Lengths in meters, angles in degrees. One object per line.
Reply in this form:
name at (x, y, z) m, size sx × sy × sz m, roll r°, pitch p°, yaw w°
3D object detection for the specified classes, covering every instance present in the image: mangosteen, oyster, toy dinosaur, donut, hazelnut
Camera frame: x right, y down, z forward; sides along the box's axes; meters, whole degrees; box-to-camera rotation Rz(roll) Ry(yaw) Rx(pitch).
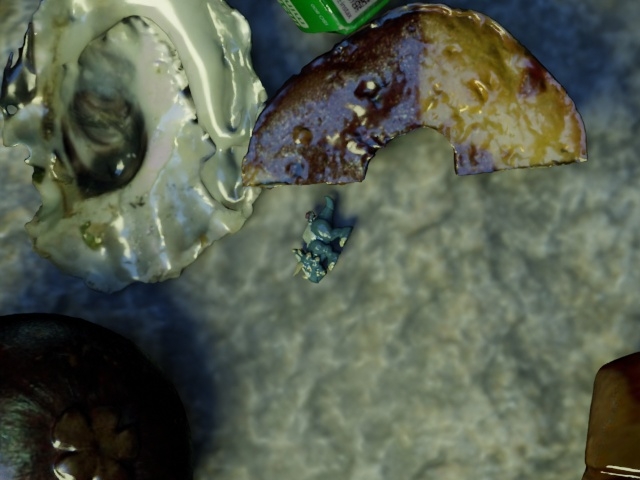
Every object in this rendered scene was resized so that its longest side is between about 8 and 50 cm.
mangosteen at (-0.254, 0.203, 0.827) m, size 0.288 × 0.288 × 0.288 m, roll 0°, pitch 91°, yaw 6°
oyster at (-0.171, -0.121, 0.863) m, size 0.238 × 0.115 × 0.351 m, roll -11°, pitch 106°, yaw -11°
toy dinosaur at (0.000, 0.000, 0.901) m, size 0.047 × 0.030 × 0.083 m, roll 25°, pitch 93°, yaw 3°
donut at (0.074, -0.124, 0.850) m, size 0.295 × 0.112 × 0.151 m, roll -5°, pitch 87°, yaw 2°
hazelnut at (0.323, 0.196, 0.801) m, size 0.181 × 0.181 × 0.212 m, roll 0°, pitch 81°, yaw 25°

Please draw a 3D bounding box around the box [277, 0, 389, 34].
box at (0.040, -0.310, 0.802) m, size 0.250 × 0.103 × 0.180 m, roll -40°, pitch 117°, yaw -6°
